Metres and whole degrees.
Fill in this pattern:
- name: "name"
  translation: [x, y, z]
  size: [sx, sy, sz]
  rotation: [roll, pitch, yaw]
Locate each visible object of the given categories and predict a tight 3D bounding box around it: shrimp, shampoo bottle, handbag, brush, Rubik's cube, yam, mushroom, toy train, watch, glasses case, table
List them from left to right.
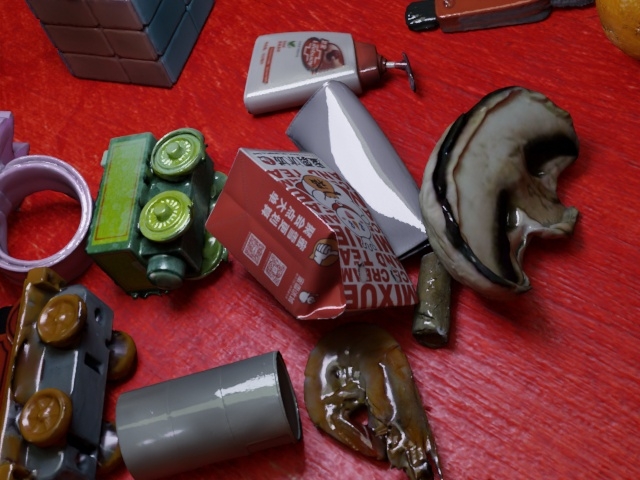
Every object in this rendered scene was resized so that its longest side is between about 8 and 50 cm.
- name: "toy train"
  translation: [-0.395, 0.226, 1.279]
  size: [0.232, 0.163, 0.369]
  rotation: [-12, 56, 16]
- name: "watch"
  translation: [-0.452, -0.049, 1.470]
  size: [0.218, 0.211, 0.248]
  rotation: [16, 70, 2]
- name: "Rubik's cube"
  translation: [-0.353, -0.435, 1.649]
  size: [0.222, 0.224, 0.231]
  rotation: [9, 61, 19]
- name: "toy train"
  translation: [-0.244, -0.048, 1.417]
  size: [0.188, 0.159, 0.271]
  rotation: [-7, 57, 17]
- name: "table"
  translation: [-0.146, 0.233, 1.226]
  size: [0.220, 0.126, 0.126]
  rotation: [-15, 56, 4]
- name: "handbag"
  translation: [0.000, 0.000, 1.293]
  size: [0.298, 0.171, 0.151]
  rotation: [40, 116, 31]
- name: "shampoo bottle"
  translation: [0.021, -0.286, 1.553]
  size: [0.284, 0.071, 0.153]
  rotation: [-1, 59, 15]
- name: "glasses case"
  translation: [0.067, -0.092, 1.403]
  size: [0.128, 0.083, 0.308]
  rotation: [-35, 68, 13]
- name: "shrimp"
  translation: [0.063, 0.230, 1.216]
  size: [0.152, 0.063, 0.287]
  rotation: [-23, 52, 1]
- name: "yam"
  translation: [0.158, 0.082, 1.295]
  size: [0.054, 0.054, 0.132]
  rotation: [1, 58, 15]
- name: "mushroom"
  translation: [0.252, -0.062, 1.307]
  size: [0.248, 0.130, 0.344]
  rotation: [29, 59, -20]
- name: "brush"
  translation: [0.304, -0.404, 1.572]
  size: [0.324, 0.051, 0.070]
  rotation: [-5, 54, 11]

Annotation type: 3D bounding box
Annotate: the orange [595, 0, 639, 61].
- name: "orange"
  translation: [0.537, -0.376, 1.381]
  size: [0.246, 0.246, 0.246]
  rotation: [-6, 57, 10]
